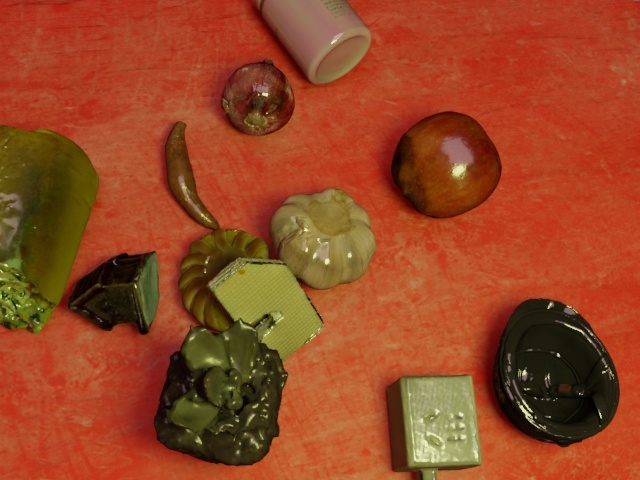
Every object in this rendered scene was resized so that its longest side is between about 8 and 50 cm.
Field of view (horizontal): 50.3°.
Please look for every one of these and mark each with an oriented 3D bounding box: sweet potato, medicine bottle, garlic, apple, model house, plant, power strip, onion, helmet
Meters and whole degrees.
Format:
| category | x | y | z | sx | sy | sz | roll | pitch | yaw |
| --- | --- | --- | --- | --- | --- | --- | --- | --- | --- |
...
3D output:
| category | x | y | z | sx | sy | sz | roll | pitch | yaw |
| --- | --- | --- | --- | --- | --- | --- | --- | --- | --- |
| sweet potato | -0.285 | -0.131 | 1.432 | 0.078 | 0.058 | 0.255 | -11 | 73 | -35 |
| medicine bottle | -0.031 | -0.519 | 1.562 | 0.178 | 0.178 | 0.291 | -30 | 75 | -19 |
| garlic | 0.004 | 0.002 | 1.367 | 0.228 | 0.152 | 0.228 | 12 | 54 | -17 |
| apple | 0.261 | -0.156 | 1.447 | 0.230 | 0.230 | 0.230 | 3 | 68 | -8 |
| model house | -0.395 | 0.092 | 1.311 | 0.152 | 0.106 | 0.165 | -3 | 32 | 2 |
| plant | -0.163 | 0.262 | 1.154 | 0.213 | 0.312 | 0.215 | 15 | 64 | -6 |
| power strip | 0.209 | 0.369 | 1.260 | 0.140 | 0.139 | 0.224 | 0 | 68 | -9 |
| onion | -0.130 | -0.326 | 1.487 | 0.159 | 0.159 | 0.195 | 12 | 55 | -4 |
| helmet | 0.436 | 0.267 | 1.327 | 0.230 | 0.160 | 0.279 | 3 | 56 | -8 |

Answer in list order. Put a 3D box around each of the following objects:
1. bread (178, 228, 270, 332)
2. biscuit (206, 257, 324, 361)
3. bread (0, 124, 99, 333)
| category | x | y | z | sx | sy | sz | roll | pitch | yaw |
| --- | --- | --- | --- | --- | --- | --- | --- | --- | --- |
| bread | -0.181 | 0.074 | 1.340 | 0.213 | 0.105 | 0.213 | 2 | 70 | -5 |
| biscuit | -0.099 | 0.124 | 1.274 | 0.147 | 0.250 | 0.046 | -41 | 38 | -13 |
| bread | -0.575 | -0.042 | 1.279 | 0.251 | 0.208 | 0.376 | 14 | 63 | -8 |
